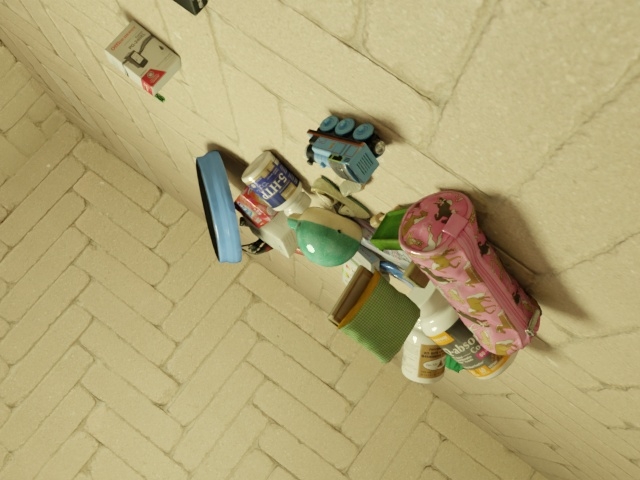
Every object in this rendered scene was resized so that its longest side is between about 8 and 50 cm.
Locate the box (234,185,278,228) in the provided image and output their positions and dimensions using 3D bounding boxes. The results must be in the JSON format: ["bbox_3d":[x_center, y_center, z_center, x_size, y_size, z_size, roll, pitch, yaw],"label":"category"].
[{"bbox_3d":[-0.180,-0.132,1.861,0.123,0.128,0.257,41,167,-8],"label":"box"}]

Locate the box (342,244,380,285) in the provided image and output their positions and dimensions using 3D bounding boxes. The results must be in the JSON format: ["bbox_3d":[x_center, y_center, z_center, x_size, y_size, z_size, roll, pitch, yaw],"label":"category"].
[{"bbox_3d":[0.119,0.090,1.797,0.145,0.038,0.186,45,150,39],"label":"box"}]

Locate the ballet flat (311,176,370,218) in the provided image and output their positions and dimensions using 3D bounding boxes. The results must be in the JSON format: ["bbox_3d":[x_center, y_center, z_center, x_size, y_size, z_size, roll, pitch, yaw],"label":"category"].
[{"bbox_3d":[0.048,-0.096,1.537,0.168,0.052,0.057,37,167,4],"label":"ballet flat"}]

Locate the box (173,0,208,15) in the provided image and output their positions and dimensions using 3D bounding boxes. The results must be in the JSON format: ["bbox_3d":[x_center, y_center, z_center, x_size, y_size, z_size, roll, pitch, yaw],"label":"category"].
[{"bbox_3d":[-0.292,-0.508,1.046,0.184,0.045,0.190,39,168,7],"label":"box"}]

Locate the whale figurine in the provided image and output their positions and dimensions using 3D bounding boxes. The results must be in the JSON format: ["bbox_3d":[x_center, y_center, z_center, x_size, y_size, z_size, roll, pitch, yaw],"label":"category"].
[{"bbox_3d":[0.000,0.000,1.627,0.216,0.141,0.272,23,171,-17],"label":"whale figurine"}]

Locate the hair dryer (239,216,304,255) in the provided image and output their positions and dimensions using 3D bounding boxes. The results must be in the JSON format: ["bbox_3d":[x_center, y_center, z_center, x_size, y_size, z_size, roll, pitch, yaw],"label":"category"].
[{"bbox_3d":[-0.170,0.015,2.218,0.294,0.080,0.223,8,-142,-14],"label":"hair dryer"}]

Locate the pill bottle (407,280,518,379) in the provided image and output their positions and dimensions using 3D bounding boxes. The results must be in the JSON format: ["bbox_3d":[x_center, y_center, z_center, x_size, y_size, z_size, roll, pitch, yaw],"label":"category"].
[{"bbox_3d":[0.359,0.216,1.534,0.278,0.162,0.162,40,167,-10],"label":"pill bottle"}]

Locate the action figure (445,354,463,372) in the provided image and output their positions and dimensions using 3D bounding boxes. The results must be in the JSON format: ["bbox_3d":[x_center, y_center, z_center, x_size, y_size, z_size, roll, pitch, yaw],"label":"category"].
[{"bbox_3d":[0.443,0.368,1.938,0.137,0.063,0.232,1,142,10],"label":"action figure"}]

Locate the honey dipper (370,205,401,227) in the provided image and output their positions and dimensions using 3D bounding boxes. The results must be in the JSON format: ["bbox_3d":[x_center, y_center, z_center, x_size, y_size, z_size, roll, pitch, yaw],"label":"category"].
[{"bbox_3d":[0.159,-0.058,1.428,0.030,0.030,0.161,40,165,-7],"label":"honey dipper"}]

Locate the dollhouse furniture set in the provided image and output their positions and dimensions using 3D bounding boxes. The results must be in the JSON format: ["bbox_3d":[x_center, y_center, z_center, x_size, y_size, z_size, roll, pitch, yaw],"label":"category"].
[{"bbox_3d":[0.179,0.104,1.296,0.198,0.301,0.151,37,165,-18],"label":"dollhouse furniture set"}]

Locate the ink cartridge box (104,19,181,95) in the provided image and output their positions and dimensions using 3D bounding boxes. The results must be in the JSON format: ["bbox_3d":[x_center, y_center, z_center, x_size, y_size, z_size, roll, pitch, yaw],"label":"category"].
[{"bbox_3d":[-0.442,-0.454,1.493,0.150,0.109,0.063,39,168,-2],"label":"ink cartridge box"}]

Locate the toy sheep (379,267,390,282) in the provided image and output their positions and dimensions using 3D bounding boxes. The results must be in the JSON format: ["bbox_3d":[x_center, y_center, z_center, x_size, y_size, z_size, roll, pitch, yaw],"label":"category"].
[{"bbox_3d":[0.172,0.113,1.856,0.132,0.091,0.091,49,179,44],"label":"toy sheep"}]

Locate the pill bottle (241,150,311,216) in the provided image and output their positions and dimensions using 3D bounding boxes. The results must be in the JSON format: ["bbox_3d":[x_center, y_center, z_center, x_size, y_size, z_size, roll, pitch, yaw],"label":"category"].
[{"bbox_3d":[-0.117,-0.148,1.671,0.187,0.112,0.112,43,167,-22],"label":"pill bottle"}]

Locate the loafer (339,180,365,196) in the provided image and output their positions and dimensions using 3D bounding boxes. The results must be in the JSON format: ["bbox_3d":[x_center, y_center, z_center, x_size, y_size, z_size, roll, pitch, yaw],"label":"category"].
[{"bbox_3d":[0.081,-0.131,1.380,0.125,0.039,0.045,163,89,-71],"label":"loafer"}]

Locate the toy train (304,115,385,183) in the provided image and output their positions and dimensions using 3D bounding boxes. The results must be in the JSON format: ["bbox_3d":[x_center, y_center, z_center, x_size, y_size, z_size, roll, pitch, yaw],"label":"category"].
[{"bbox_3d":[0.041,-0.177,1.153,0.184,0.105,0.080,25,161,45],"label":"toy train"}]

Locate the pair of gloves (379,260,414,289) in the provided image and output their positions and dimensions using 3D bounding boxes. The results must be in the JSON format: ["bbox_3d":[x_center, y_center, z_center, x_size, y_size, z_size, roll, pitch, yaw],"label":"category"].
[{"bbox_3d":[0.252,0.119,1.749,0.159,0.023,0.198,31,173,33],"label":"pair of gloves"}]

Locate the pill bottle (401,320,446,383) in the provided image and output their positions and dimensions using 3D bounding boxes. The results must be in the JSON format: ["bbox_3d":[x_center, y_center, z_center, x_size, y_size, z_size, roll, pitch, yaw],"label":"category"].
[{"bbox_3d":[0.316,0.299,1.792,0.131,0.131,0.229,25,120,46],"label":"pill bottle"}]

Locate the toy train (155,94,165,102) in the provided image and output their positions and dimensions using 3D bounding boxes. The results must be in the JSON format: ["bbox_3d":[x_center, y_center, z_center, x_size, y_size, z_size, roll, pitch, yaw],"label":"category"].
[{"bbox_3d":[-0.529,-0.465,1.903,0.083,0.017,0.024,37,178,5],"label":"toy train"}]

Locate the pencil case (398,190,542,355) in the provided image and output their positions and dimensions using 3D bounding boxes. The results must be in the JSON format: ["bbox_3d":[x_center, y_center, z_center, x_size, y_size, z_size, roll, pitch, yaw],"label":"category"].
[{"bbox_3d":[0.304,0.070,1.194,0.167,0.160,0.386,-18,130,34],"label":"pencil case"}]

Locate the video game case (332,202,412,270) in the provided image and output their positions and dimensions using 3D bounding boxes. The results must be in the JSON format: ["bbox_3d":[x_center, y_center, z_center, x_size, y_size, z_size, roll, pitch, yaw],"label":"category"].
[{"bbox_3d":[0.163,0.000,1.624,0.274,0.026,0.196,33,166,25],"label":"video game case"}]

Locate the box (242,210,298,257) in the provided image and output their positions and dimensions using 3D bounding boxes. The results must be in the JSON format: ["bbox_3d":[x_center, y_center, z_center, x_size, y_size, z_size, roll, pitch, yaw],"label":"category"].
[{"bbox_3d":[-0.155,-0.057,2.075,0.182,0.119,0.181,33,166,18],"label":"box"}]

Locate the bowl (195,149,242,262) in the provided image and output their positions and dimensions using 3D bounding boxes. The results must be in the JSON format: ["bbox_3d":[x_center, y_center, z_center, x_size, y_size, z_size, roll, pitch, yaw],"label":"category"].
[{"bbox_3d":[-0.348,-0.108,2.025,0.391,0.077,0.390,167,90,-76],"label":"bowl"}]
